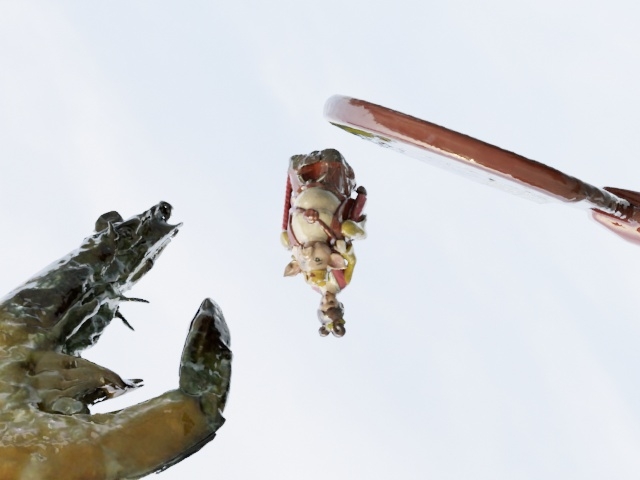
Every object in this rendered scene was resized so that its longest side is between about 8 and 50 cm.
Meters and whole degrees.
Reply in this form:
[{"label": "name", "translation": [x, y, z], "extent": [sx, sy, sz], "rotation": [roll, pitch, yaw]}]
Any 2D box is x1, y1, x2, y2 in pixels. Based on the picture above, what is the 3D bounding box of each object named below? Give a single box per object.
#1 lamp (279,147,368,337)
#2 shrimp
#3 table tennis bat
[{"label": "lamp", "translation": [0.000, 0.000, 1.849], "extent": [0.118, 0.118, 0.253], "rotation": [20, -126, -23]}, {"label": "shrimp", "translation": [-0.192, 0.088, 1.288], "extent": [0.272, 0.085, 0.445], "rotation": [7, -146, 13]}, {"label": "table tennis bat", "translation": [0.198, -0.059, 1.332], "extent": [0.415, 0.051, 0.268], "rotation": [20, -178, 1]}]
